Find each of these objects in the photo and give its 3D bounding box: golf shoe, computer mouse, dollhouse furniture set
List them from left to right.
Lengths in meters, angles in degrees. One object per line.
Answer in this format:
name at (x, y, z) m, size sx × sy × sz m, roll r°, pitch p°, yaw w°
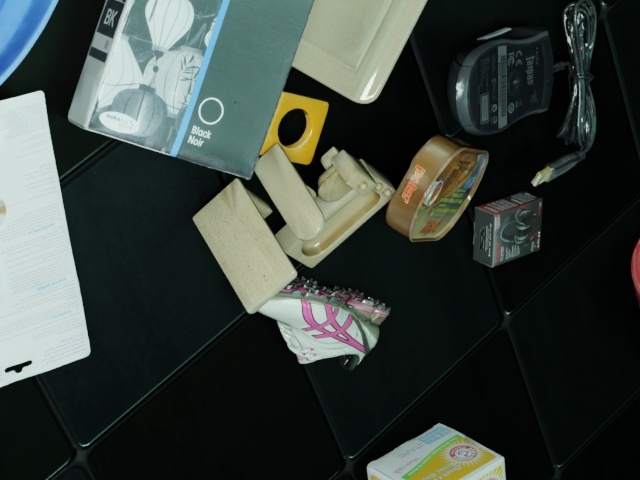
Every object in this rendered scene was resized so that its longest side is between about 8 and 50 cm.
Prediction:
golf shoe at (-0.007, 0.082, 1.817) m, size 0.186 × 0.067 × 0.086 m, roll 18°, pitch 96°, yaw -45°
dollhouse furniture set at (0.000, 0.000, 1.721) m, size 0.144 × 0.123 × 0.151 m, roll -41°, pitch 143°, yaw 12°
computer mouse at (0.201, -0.138, 1.926) m, size 0.262 × 0.060 × 0.184 m, roll -28°, pitch 121°, yaw -45°

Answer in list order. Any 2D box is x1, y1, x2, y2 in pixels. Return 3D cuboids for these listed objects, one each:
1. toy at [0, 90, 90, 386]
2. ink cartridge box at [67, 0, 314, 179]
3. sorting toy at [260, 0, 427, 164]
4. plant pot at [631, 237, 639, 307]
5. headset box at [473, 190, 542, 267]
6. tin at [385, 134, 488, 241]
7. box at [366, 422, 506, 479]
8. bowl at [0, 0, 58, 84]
toy at (-0.278, 0.002, 1.545) m, size 0.137 × 0.056 × 0.237 m, roll -20°, pitch 115°, yaw -32°
ink cartridge box at (-0.085, -0.232, 1.591) m, size 0.165 × 0.065 × 0.332 m, roll 16°, pitch 95°, yaw -27°
sorting toy at (0.010, -0.240, 1.714) m, size 0.196 × 0.047 × 0.347 m, roll 26°, pitch 91°, yaw -41°
plant pot at (0.470, 0.070, 2.168) m, size 0.191 × 0.191 × 0.174 m, roll -46°, pitch 138°, yaw -19°
headset box at (0.197, -0.012, 1.990) m, size 0.083 × 0.032 × 0.062 m, roll -18°, pitch 119°, yaw -38°
tin at (0.115, -0.051, 1.839) m, size 0.106 × 0.040 × 0.190 m, roll -65°, pitch 165°, yaw 8°
box at (0.132, 0.319, 2.018) m, size 0.114 × 0.103 × 0.203 m, roll -27°, pitch 124°, yaw -32°
bowl at (-0.329, -0.267, 1.320) m, size 0.391 × 0.077 × 0.391 m, roll -20°, pitch 116°, yaw -50°
